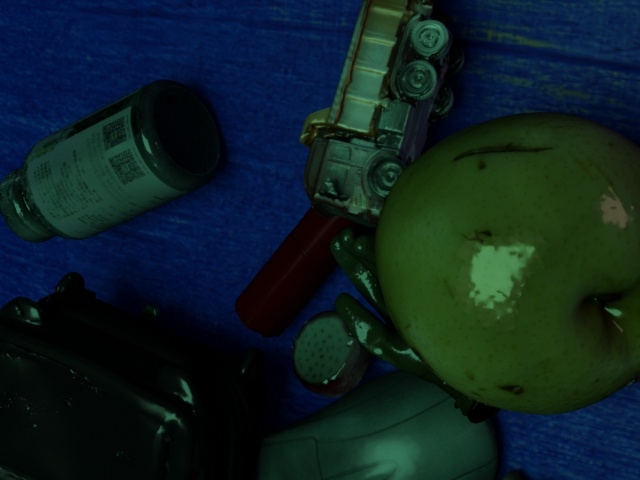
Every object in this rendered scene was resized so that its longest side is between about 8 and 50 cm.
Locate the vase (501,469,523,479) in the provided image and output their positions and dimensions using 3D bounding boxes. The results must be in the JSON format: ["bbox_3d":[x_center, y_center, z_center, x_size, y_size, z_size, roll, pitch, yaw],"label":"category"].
[{"bbox_3d":[0.245,0.297,1.655,0.100,0.053,0.053,29,114,29],"label":"vase"}]

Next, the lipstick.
[{"bbox_3d":[0.000,0.001,1.744,0.073,0.073,0.280,48,121,16],"label":"lipstick"}]

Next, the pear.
[{"bbox_3d":[0.204,0.018,1.455,0.309,0.309,0.309,7,104,32],"label":"pear"}]

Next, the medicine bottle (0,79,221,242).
[{"bbox_3d":[-0.272,-0.087,1.859,0.293,0.141,0.141,-22,87,34],"label":"medicine bottle"}]

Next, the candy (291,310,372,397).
[{"bbox_3d":[0.012,0.133,1.758,0.103,0.043,0.103,-17,62,35],"label":"candy"}]

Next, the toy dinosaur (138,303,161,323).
[{"bbox_3d":[-0.284,0.175,1.961,0.120,0.079,0.292,31,118,18],"label":"toy dinosaur"}]

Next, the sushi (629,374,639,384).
[{"bbox_3d":[0.376,0.067,1.534,0.201,0.031,0.139,-16,83,37],"label":"sushi"}]

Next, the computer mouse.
[{"bbox_3d":[0.036,0.277,1.752,0.371,0.122,0.188,-28,83,37],"label":"computer mouse"}]

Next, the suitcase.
[{"bbox_3d":[-0.252,0.249,1.824,0.345,0.188,0.339,20,116,24],"label":"suitcase"}]

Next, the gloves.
[{"bbox_3d":[0.110,0.089,1.663,0.135,0.107,0.268,-43,82,6],"label":"gloves"}]

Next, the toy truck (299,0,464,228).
[{"bbox_3d":[0.065,-0.150,1.599,0.135,0.114,0.270,14,85,19],"label":"toy truck"}]
